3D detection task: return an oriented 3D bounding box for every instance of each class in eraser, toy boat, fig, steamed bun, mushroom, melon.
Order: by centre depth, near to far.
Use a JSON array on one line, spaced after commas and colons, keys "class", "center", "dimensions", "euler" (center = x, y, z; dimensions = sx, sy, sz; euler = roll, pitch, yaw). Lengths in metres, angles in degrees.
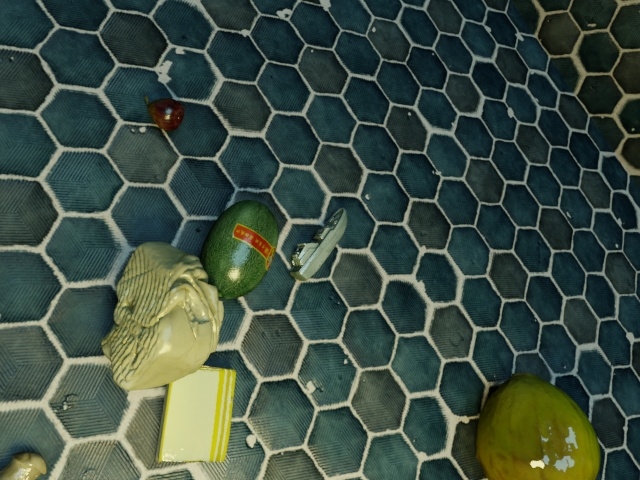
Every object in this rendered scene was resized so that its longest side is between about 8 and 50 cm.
[{"class": "mushroom", "center": [-0.655, 0.498, 0.979], "dimensions": [0.223, 0.092, 0.081], "euler": [-27, 130, -25]}, {"class": "steamed bun", "center": [-0.341, 0.172, 1.136], "dimensions": [0.203, 0.276, 0.289], "euler": [29, 22, -49]}, {"class": "eraser", "center": [-0.290, 0.406, 1.182], "dimensions": [0.157, 0.069, 0.226], "euler": [10, 71, -19]}, {"class": "melon", "center": [-0.208, 0.030, 1.271], "dimensions": [0.182, 0.182, 0.288], "euler": [29, 66, -14]}, {"class": "fig", "center": [-0.434, -0.350, 1.353], "dimensions": [0.125, 0.089, 0.089], "euler": [23, 63, 11]}, {"class": "fig", "center": [0.606, 0.551, 1.415], "dimensions": [0.343, 0.343, 0.344], "euler": [7, 71, -22]}, {"class": "toy boat", "center": [0.000, 0.000, 1.434], "dimensions": [0.085, 0.078, 0.260], "euler": [48, 62, -21]}]
